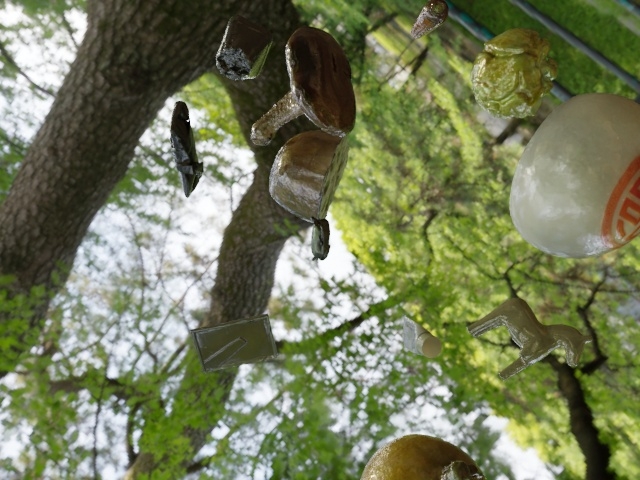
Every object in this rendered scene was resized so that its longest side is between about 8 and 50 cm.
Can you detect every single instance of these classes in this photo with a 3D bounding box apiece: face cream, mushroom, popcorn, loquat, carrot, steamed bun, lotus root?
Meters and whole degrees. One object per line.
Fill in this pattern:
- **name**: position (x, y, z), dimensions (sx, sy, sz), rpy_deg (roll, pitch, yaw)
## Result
- **face cream**: position (0.312, 0.320, 2.194), dimensions (0.070, 0.114, 0.224), rpy_deg (-3, -173, -17)
- **mushroom**: position (-0.050, -0.256, 1.216), dimensions (0.148, 0.217, 0.227), rpy_deg (30, -133, -39)
- **popcorn**: position (0.473, -0.412, 1.675), dimensions (0.204, 0.221, 0.183), rpy_deg (17, 180, 45)
- **loquat**: position (0.250, 0.599, 1.545), dimensions (0.328, 0.359, 0.328), rpy_deg (12, -132, -13)
- **carrot**: position (0.234, -0.481, 1.479), dimensions (0.055, 0.055, 0.161), rpy_deg (39, 173, -8)
- **steamed bun**: position (0.450, -0.092, 1.093), dimensions (0.177, 0.283, 0.283), rpy_deg (35, -175, 42)
- **lotus root**: position (-0.034, -0.186, 1.836), dimensions (0.192, 0.272, 0.272), rpy_deg (22, -172, 15)

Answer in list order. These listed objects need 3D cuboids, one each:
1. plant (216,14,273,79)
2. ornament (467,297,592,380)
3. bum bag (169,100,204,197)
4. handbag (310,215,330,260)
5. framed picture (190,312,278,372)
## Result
- **plant**: position (-0.229, -0.566, 2.013), dimensions (0.141, 0.164, 0.256), rpy_deg (21, -143, -10)
- **ornament**: position (0.531, 0.247, 1.707), dimensions (0.061, 0.245, 0.230), rpy_deg (36, -158, -54)
- **bum bag**: position (-0.336, -0.223, 1.704), dimensions (0.248, 0.060, 0.123), rpy_deg (77, -168, -46)
- **handbag**: position (0.000, 0.000, 1.653), dimensions (0.047, 0.111, 0.072), rpy_deg (-3, -160, -14)
- **framed picture**: position (-0.302, 0.369, 2.400), dimensions (0.019, 0.281, 0.209), rpy_deg (-106, 7, -57)
